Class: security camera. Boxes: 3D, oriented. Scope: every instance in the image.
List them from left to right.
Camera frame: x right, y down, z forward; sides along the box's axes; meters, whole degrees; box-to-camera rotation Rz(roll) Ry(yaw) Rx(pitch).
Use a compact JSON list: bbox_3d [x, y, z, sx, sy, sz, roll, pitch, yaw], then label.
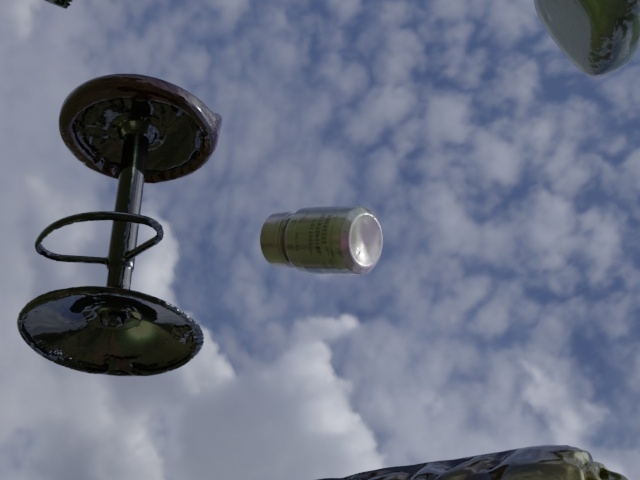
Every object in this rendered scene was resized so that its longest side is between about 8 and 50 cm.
[{"bbox_3d":[0.258,-0.321,1.267,0.301,0.080,0.157,54,-11,26],"label":"security camera"}]

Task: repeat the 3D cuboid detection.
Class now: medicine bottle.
[{"bbox_3d":[0.000,0.000,0.848,0.089,0.052,0.052,0,-76,41],"label":"medicine bottle"}]

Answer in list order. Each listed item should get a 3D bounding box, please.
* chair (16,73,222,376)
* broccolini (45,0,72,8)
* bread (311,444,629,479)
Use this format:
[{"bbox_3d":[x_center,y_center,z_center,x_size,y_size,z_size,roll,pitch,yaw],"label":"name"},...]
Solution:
[{"bbox_3d":[-0.248,-0.048,1.441,0.226,0.226,0.401,-34,-137,41],"label":"chair"},{"bbox_3d":[-0.303,-0.280,0.941,0.254,0.057,0.071,39,-41,13],"label":"broccolini"},{"bbox_3d":[0.040,0.163,0.584,0.269,0.087,0.098,-15,-54,29],"label":"bread"}]
